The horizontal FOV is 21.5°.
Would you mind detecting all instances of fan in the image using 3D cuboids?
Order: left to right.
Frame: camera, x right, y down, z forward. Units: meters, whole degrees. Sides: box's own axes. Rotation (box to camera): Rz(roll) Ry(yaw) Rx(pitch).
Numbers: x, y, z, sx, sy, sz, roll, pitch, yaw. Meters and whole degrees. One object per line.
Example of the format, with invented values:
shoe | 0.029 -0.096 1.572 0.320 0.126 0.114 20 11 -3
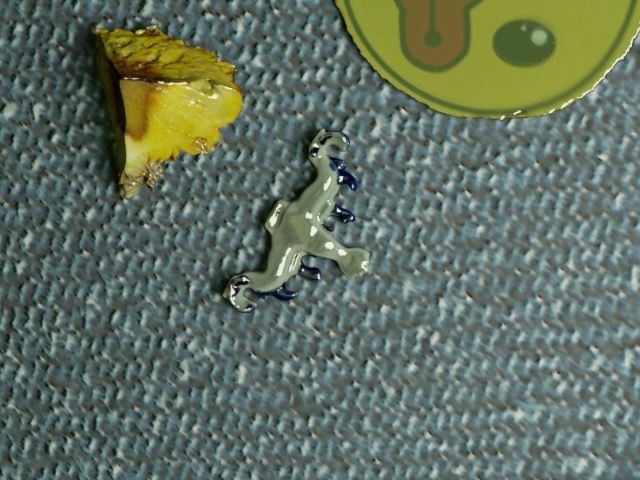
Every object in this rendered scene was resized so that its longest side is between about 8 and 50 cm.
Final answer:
fan | 0.069 -0.193 1.093 0.335 0.011 0.229 1 92 6

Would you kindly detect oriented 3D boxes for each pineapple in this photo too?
pineapple | -0.112 -0.077 1.094 0.114 0.077 0.114 18 107 11

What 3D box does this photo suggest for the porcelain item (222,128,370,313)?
porcelain item | 0.000 0.000 1.102 0.075 0.021 0.136 32 95 6
